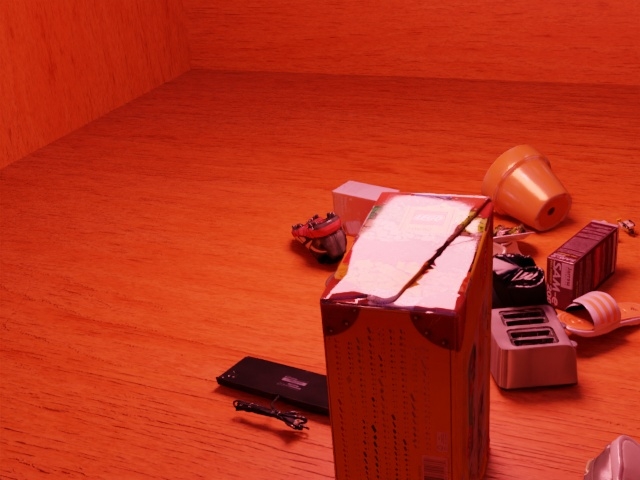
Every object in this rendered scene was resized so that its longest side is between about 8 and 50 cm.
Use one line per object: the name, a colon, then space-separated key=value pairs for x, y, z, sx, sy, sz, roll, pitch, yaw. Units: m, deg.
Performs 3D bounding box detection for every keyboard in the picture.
keyboard: x=-0.074 y=0.316 z=1.793 sx=0.317 sy=0.033 sz=0.201 roll=9 pitch=23 yaw=29

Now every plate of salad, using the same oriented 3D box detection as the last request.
plate of salad: x=0.455 y=-0.016 z=2.290 sx=0.200 sy=0.048 sz=0.200 roll=-7 pitch=-2 yaw=0

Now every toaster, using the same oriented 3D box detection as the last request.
toaster: x=0.421 y=0.221 z=1.808 sx=0.186 sy=0.110 sz=0.168 roll=-5 pitch=25 yaw=1

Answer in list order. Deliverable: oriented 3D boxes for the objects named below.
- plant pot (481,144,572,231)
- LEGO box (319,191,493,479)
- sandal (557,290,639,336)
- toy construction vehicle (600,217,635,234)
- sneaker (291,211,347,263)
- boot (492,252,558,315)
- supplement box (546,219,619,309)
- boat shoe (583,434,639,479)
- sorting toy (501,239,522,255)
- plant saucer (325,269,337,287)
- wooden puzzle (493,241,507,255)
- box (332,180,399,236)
plant pot: x=0.581 y=-0.129 z=2.427 sx=0.205 sy=0.205 sz=0.188 roll=-17 pitch=43 yaw=-23
LEGO box: x=0.156 y=0.224 z=1.401 sx=0.193 sy=0.499 sz=0.372 roll=4 pitch=27 yaw=17
sandal: x=0.618 y=0.145 z=1.923 sx=0.265 sy=0.076 sz=0.102 roll=-8 pitch=25 yaw=-32
toy construction vehicle: x=0.787 y=-0.027 z=2.347 sx=0.086 sy=0.035 sz=0.098 roll=-20 pitch=25 yaw=-5
sneaker: x=0.000 y=0.000 z=2.360 sx=0.098 sy=0.135 sz=0.276 roll=-28 pitch=8 yaw=-16
boot: x=0.401 y=0.096 z=1.946 sx=0.247 sy=0.207 sz=0.094 roll=22 pitch=64 yaw=40
supplement box: x=0.621 y=0.057 z=2.087 sx=0.073 sy=0.130 sz=0.239 roll=16 pitch=32 yaw=38
boat shoe: x=0.458 y=0.437 z=1.377 sx=0.109 sy=0.091 sz=0.305 roll=40 pitch=37 yaw=-5
sorting toy: x=0.471 y=0.037 z=2.216 sx=0.083 sy=0.075 sz=0.045 roll=-19 pitch=29 yaw=-27
plant saucer: x=0.147 y=0.076 z=2.149 sx=0.278 sy=0.041 sz=0.278 roll=-20 pitch=11 yaw=4
wooden puzzle: x=0.317 y=0.069 z=2.105 sx=0.239 sy=0.044 sz=0.221 roll=-23 pitch=5 yaw=1
box: x=0.129 y=-0.081 z=2.460 sx=0.171 sy=0.130 sz=0.091 roll=13 pitch=31 yaw=34
